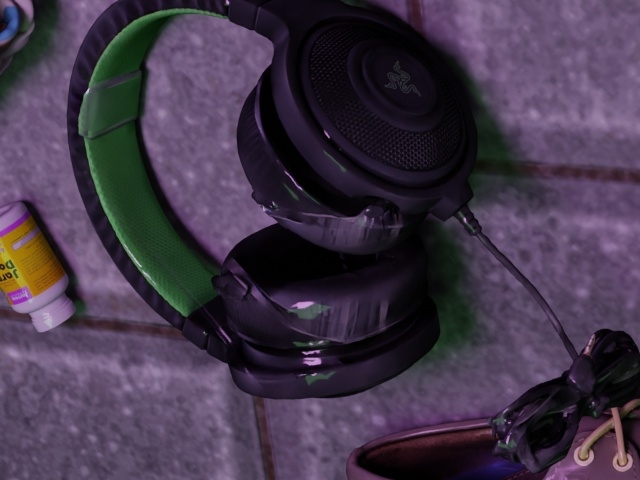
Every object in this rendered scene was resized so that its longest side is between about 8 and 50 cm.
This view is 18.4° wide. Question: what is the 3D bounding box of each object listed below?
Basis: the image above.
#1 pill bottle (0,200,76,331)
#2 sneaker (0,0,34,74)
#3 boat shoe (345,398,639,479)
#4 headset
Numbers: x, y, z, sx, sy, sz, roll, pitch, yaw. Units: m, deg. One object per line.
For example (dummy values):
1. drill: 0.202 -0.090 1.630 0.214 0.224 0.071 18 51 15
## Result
1. pill bottle: -0.196 0.019 1.316 0.043 0.043 0.083 -20 108 33
2. sneaker: -0.228 -0.116 1.207 0.092 0.087 0.229 20 142 11
3. boat shoe: 0.158 0.144 1.175 0.324 0.116 0.097 -14 114 38
4. headset: 0.000 0.000 1.122 0.394 0.185 0.243 27 127 24
